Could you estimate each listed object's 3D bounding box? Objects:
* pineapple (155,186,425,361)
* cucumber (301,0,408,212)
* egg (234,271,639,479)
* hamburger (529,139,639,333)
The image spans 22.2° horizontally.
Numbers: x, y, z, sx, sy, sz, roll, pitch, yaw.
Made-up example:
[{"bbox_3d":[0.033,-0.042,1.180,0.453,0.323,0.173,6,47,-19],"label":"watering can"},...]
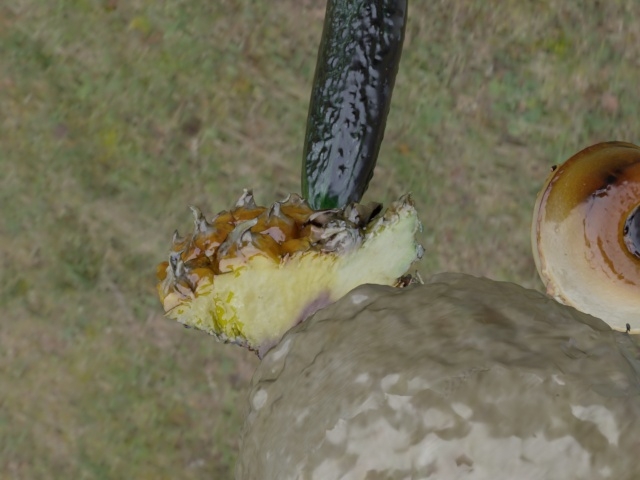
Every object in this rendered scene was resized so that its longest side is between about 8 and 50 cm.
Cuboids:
[{"bbox_3d":[-0.005,-0.001,1.261,0.249,0.140,0.164,10,122,-28],"label":"pineapple"},{"bbox_3d":[0.029,-0.126,1.397,0.074,0.241,0.074,9,159,3],"label":"cucumber"},{"bbox_3d":[0.091,0.159,0.902,0.310,0.279,0.279,49,127,11],"label":"egg"},{"bbox_3d":[0.346,-0.004,1.889,0.237,0.237,0.147,39,160,-13],"label":"hamburger"}]
